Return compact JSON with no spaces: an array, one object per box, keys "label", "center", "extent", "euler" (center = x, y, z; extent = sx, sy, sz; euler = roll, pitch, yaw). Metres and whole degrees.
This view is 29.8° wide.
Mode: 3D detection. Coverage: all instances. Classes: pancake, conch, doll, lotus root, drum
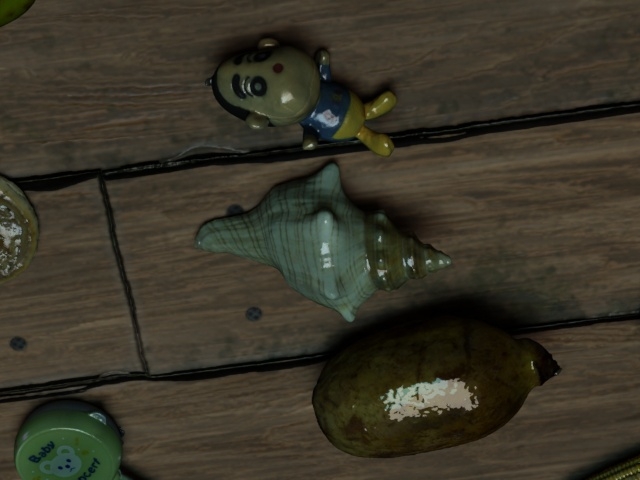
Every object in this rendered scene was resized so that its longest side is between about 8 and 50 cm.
[{"label":"pancake","center":[-0.343,-0.012,1.176],"extent":[0.140,0.022,0.139],"euler":[-2,121,-3]},{"label":"conch","center":[0.007,0.000,1.157],"extent":[0.234,0.114,0.137],"euler":[20,105,-8]},{"label":"doll","center":[-0.016,-0.129,1.089],"extent":[0.179,0.102,0.089],"euler":[9,160,-10]},{"label":"lotus root","center":[0.118,0.150,1.243],"extent":[0.260,0.128,0.145],"euler":[-13,136,11]},{"label":"drum","center":[-0.215,0.255,1.334],"extent":[0.253,0.049,0.130],"euler":[24,118,-17]}]

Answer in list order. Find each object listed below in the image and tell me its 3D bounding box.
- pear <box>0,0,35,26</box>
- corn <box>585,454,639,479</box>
[{"label":"pear","center":[-0.334,-0.250,0.901],"extent":[0.238,0.164,0.255],"euler":[-42,122,-17]},{"label":"corn","center":[0.360,0.288,1.383],"extent":[0.165,0.063,0.085],"euler":[-28,143,16]}]
